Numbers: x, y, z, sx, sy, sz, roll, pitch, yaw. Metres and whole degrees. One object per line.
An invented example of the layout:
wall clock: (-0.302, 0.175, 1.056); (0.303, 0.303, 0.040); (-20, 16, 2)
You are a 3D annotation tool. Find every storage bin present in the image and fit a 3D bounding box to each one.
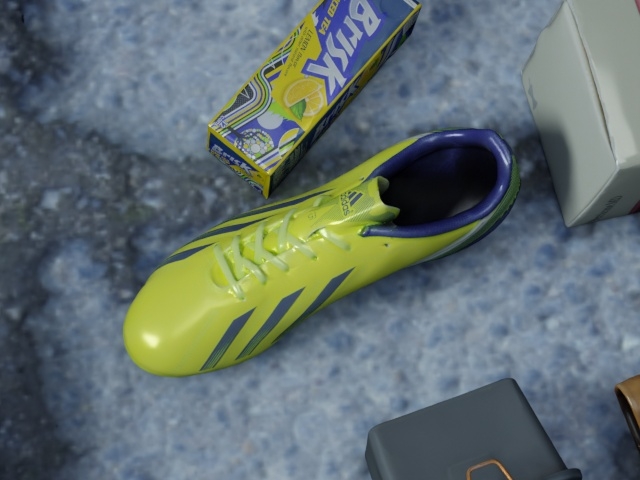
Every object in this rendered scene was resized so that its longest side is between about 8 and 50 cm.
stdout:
storage bin: (0.093, 0.150, 1.135); (0.135, 0.098, 0.091); (-20, 66, -11)

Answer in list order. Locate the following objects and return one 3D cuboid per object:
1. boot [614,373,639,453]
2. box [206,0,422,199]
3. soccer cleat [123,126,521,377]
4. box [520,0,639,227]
boot: (0.374, 0.150, 1.157); (0.280, 0.096, 0.264); (-26, 78, -11)
box: (-0.005, -0.114, 1.218); (0.059, 0.054, 0.169); (39, 73, 6)
soccer cleat: (0.000, -0.001, 1.150); (0.289, 0.121, 0.093); (-25, 78, -12)
box: (0.274, -0.106, 1.193); (0.232, 0.148, 0.127); (-13, 76, -9)
